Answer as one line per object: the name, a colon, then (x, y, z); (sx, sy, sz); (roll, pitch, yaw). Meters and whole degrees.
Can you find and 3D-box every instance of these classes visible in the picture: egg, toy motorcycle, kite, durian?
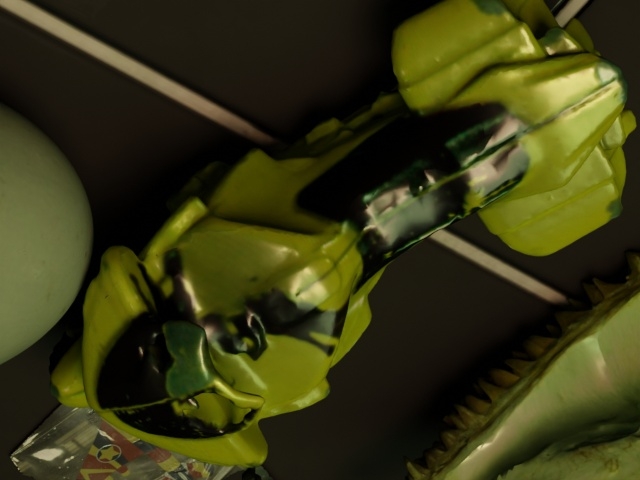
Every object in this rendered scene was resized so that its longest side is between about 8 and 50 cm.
egg: (-0.197, -0.004, 0.813); (0.192, 0.149, 0.149); (-2, 131, -45)
toy motorcycle: (-0.001, -0.002, 0.870); (0.342, 0.206, 0.142); (-32, 115, 5)
kite: (-0.078, 0.155, 1.086); (0.141, 0.015, 0.245); (-33, 131, 10)
durian: (0.215, 0.122, 1.052); (0.394, 0.198, 0.163); (-17, 133, -5)
